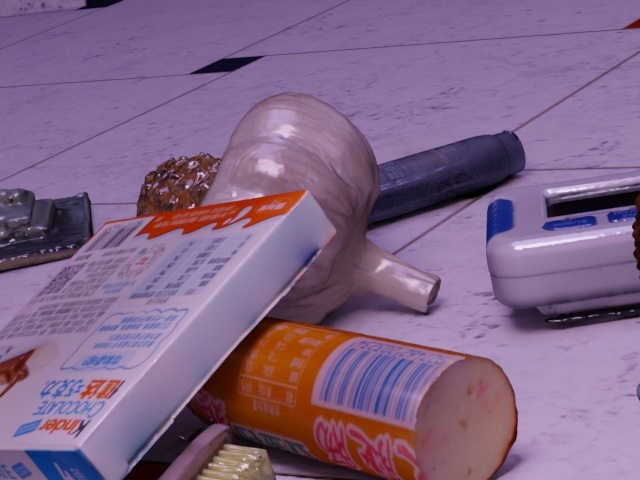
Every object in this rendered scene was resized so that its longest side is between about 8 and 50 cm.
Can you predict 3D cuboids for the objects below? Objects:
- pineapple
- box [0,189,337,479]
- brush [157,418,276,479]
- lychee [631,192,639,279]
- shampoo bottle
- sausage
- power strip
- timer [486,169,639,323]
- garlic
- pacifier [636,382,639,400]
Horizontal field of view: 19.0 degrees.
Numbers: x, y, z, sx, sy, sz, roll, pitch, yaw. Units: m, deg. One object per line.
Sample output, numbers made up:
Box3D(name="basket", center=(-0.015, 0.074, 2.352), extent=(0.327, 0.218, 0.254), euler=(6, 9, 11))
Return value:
Box3D(name="pineapple", center=(-0.056, -0.029, 1.756), extent=(0.237, 0.119, 0.111), euler=(-5, 26, 38))
Box3D(name="box", center=(-0.153, 0.073, 1.379), extent=(0.273, 0.048, 0.265), euler=(-5, 35, 51))
Box3D(name="brush", center=(-0.098, 0.198, 1.110), extent=(0.067, 0.072, 0.313), euler=(9, 24, 19))
Box3D(name="lychee", center=(0.298, 0.001, 1.293), extent=(0.188, 0.188, 0.188), euler=(-11, 16, 3))
Box3D(name="shampoo bottle", center=(0.086, -0.056, 1.845), extent=(0.233, 0.049, 0.087), euler=(-17, 15, -17))
Box3D(name="sausage", center=(-0.006, 0.103, 1.308), extent=(0.093, 0.093, 0.312), euler=(-24, 20, -35))
Box3D(name="power strip", center=(-0.343, -0.021, 2.024), extent=(0.198, 0.065, 0.213), euler=(-12, 15, -5))
Box3D(name="timer", center=(0.258, -0.003, 1.495), extent=(0.253, 0.078, 0.178), euler=(-9, 14, 9))
Box3D(name="garlic", center=(0.000, 0.000, 1.570), extent=(0.212, 0.219, 0.218), euler=(27, 22, 2))
Box3D(name="pacifier", center=(0.317, 0.052, 1.046), extent=(0.279, 0.207, 0.227), euler=(5, 6, 44))
